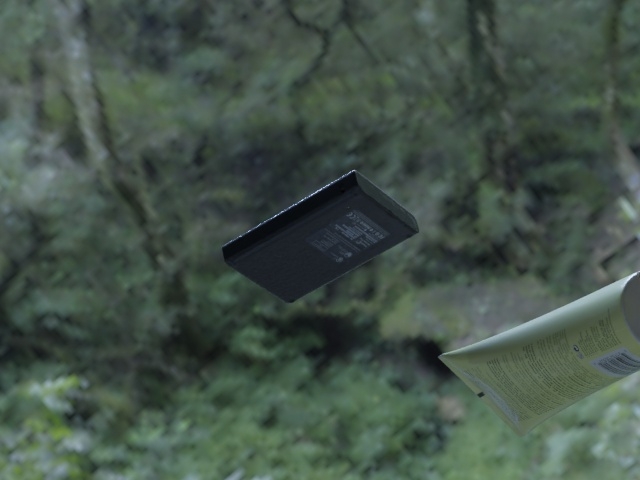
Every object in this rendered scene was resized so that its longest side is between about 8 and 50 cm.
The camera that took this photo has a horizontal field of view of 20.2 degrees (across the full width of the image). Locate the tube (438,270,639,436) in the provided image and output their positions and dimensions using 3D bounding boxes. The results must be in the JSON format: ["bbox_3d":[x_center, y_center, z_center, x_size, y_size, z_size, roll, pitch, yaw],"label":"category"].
[{"bbox_3d":[0.175,0.083,1.309,0.062,0.070,0.240,-2,-18,-28],"label":"tube"}]

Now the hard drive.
[{"bbox_3d":[0.000,0.000,1.474,0.135,0.094,0.022,-30,52,22],"label":"hard drive"}]
